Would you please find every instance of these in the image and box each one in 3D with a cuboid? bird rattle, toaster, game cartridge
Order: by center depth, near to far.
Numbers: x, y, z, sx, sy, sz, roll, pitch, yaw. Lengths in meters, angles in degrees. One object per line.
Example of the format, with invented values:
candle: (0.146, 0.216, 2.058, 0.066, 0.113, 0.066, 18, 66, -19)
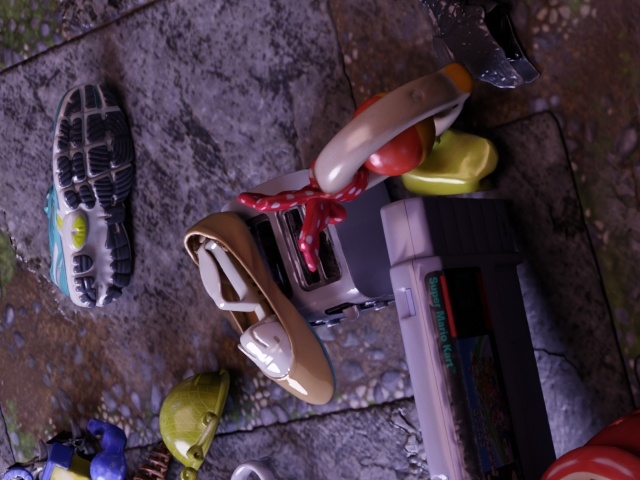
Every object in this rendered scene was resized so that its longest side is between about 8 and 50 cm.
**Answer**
game cartridge: (0.153, 0.135, 1.709, 0.068, 0.230, 0.355, -13, 85, 21)
bird rattle: (0.049, -0.092, 1.754, 0.143, 0.253, 0.207, 61, 154, 18)
toaster: (0.000, 0.000, 1.921, 0.168, 0.110, 0.186, -21, 85, 43)

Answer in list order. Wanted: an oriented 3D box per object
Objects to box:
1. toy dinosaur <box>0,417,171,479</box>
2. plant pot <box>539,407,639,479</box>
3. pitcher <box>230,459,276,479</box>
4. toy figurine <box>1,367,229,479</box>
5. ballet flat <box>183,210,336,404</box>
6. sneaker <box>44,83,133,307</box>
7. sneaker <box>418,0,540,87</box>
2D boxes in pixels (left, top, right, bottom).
toy dinosaur: (-0.293, 0.349, 2.278, 0.322, 0.164, 0.218, -42, 85, 7)
plant pot: (0.302, 0.252, 1.660, 0.191, 0.174, 0.191, 10, 105, 39)
pitcher: (-0.063, 0.369, 2.063, 0.207, 0.125, 0.178, 49, 128, 37)
toy figurine: (-0.262, 0.294, 2.101, 0.217, 0.191, 0.363, 20, 104, 0)
ballet flat: (-0.070, 0.077, 1.876, 0.080, 0.073, 0.232, -46, 70, 40)
sneaker: (-0.295, -0.055, 2.191, 0.110, 0.107, 0.275, 22, 114, 48)
sneaker: (0.146, -0.223, 1.778, 0.089, 0.051, 0.170, -17, 92, 43)
